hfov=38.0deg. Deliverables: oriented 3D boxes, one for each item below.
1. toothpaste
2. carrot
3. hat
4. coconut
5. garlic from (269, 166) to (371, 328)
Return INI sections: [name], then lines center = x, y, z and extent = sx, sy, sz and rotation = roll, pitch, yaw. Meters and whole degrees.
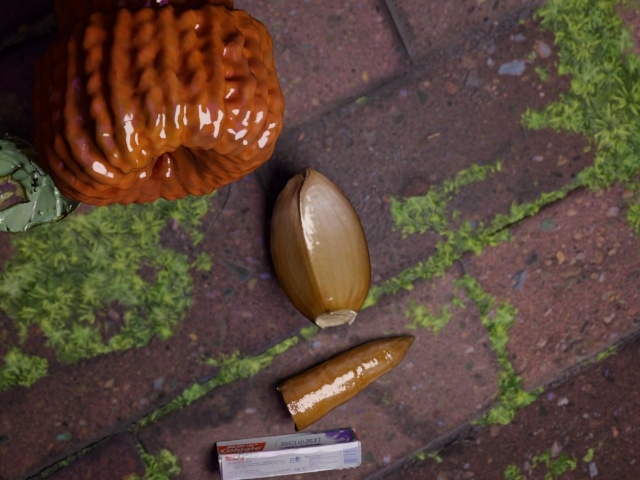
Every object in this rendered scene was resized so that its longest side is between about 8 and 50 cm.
[toothpaste]
center = -0.043, 0.292, 1.268
extent = 0.196, 0.047, 0.040
rotation = -4, 106, -11
[carrot]
center = 0.041, 0.181, 1.258
extent = 0.205, 0.072, 0.072
rotation = -27, 106, -12
[hat]
center = -0.214, -0.242, 1.024
extent = 0.285, 0.285, 0.400
rotation = -18, 87, -8
[coconut]
center = -0.368, -0.064, 1.115
extent = 0.158, 0.055, 0.133
rotation = -3, 102, -13
[garlic]
center = -0.009, 0.002, 1.182
extent = 0.115, 0.128, 0.206
rotation = -7, 105, 34
